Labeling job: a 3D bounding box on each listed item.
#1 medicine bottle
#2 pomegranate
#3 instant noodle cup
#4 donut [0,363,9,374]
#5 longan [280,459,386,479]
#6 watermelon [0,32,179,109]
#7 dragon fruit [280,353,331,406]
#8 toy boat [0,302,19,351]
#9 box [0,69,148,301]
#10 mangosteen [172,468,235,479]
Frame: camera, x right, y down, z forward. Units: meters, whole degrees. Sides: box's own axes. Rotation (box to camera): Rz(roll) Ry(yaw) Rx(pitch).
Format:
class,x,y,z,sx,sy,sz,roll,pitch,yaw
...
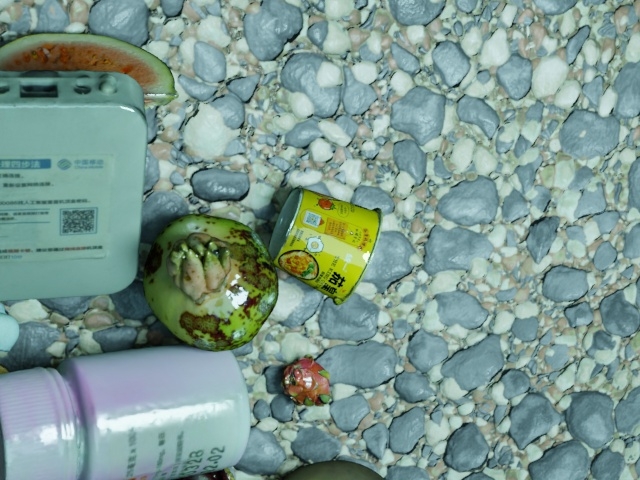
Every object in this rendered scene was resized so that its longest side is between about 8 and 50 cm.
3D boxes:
class,x,y,z,sx,sy,sz,roll,pitch,yaw
medicine bottle,-0.323,0.284,1.595,0.388,0.219,0.219,-5,107,-31
pomegranate,-0.187,0.067,1.587,0.222,0.276,0.204,33,103,11
instant noodle cup,0.000,0.000,1.690,0.144,0.182,0.182,23,97,-13
donut,-0.568,0.267,1.629,0.166,0.073,0.184,32,92,-24
longan,0.025,0.531,1.802,0.300,0.243,0.300,2,104,8
watermelon,-0.379,-0.219,1.533,0.304,0.159,0.128,-4,134,-17
dragon fruit,-0.019,0.258,1.799,0.116,0.086,0.081,44,50,-30
toy boat,-0.572,0.127,1.562,0.208,0.134,0.078,7,80,-17
box,-0.457,-0.071,1.470,0.396,0.111,0.396,-3,136,-18
mangosteen,-0.210,0.469,1.759,0.180,0.166,0.166,-22,113,-43
